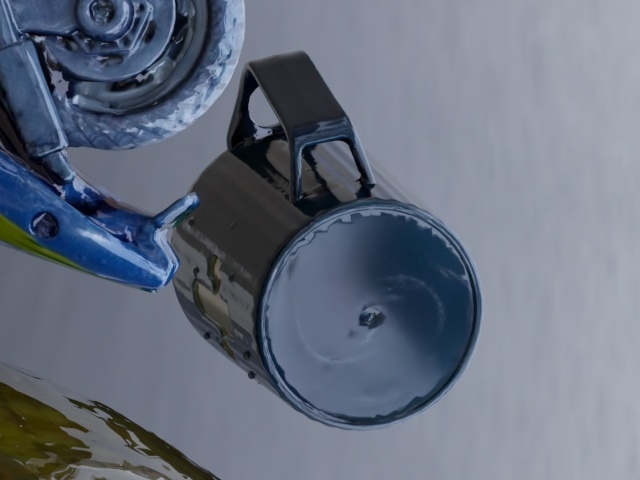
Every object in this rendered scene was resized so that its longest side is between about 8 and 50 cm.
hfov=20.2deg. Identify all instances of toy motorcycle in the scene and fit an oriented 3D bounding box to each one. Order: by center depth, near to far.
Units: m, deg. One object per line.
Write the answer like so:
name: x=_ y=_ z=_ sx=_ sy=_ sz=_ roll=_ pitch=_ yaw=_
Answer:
toy motorcycle: x=-0.145 y=-0.071 z=0.519 sx=0.092 sy=0.254 sz=0.136 roll=-44 pitch=158 yaw=-86

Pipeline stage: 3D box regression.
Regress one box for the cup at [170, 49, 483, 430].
cup: x=0.000 y=0.000 z=0.865 sx=0.155 sy=0.131 sz=0.176 roll=-140 pitch=-143 yaw=-70

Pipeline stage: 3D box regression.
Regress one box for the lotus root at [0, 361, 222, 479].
lotus root: x=-0.101 y=0.164 z=0.540 sx=0.346 sy=0.250 sz=0.250 roll=54 pitch=39 yaw=-50
